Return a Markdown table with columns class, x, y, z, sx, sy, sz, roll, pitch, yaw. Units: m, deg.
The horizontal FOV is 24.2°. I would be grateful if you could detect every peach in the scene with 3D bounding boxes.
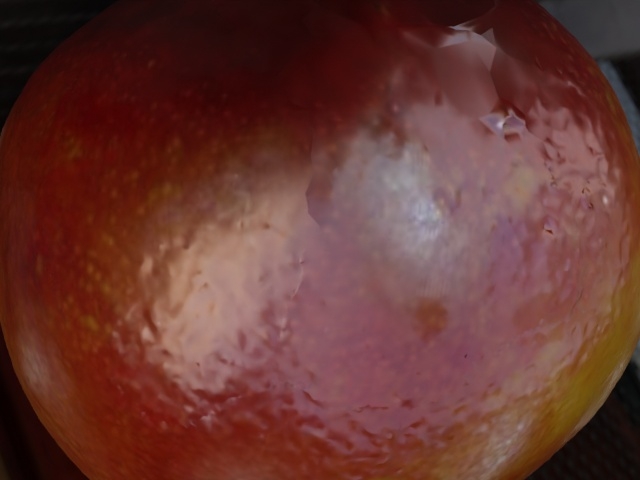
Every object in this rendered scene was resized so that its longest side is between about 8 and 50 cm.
| class | x | y | z | sx | sy | sz | roll | pitch | yaw |
| --- | --- | --- | --- | --- | --- | --- | --- | --- | --- |
| peach | 0.000 | 0.000 | 0.837 | 0.388 | 0.388 | 0.388 | -23 | 162 | -8 |
